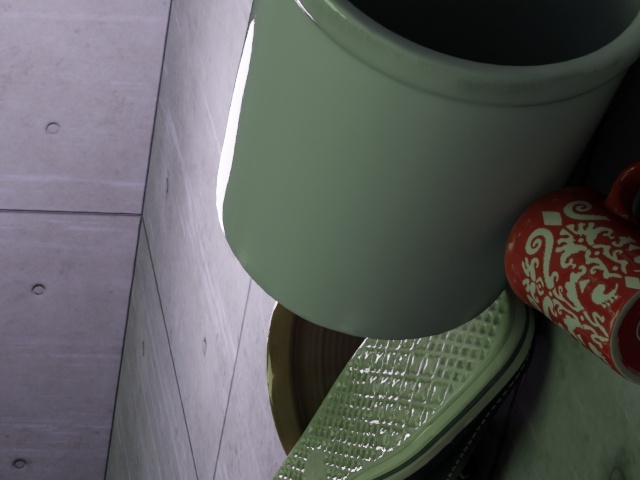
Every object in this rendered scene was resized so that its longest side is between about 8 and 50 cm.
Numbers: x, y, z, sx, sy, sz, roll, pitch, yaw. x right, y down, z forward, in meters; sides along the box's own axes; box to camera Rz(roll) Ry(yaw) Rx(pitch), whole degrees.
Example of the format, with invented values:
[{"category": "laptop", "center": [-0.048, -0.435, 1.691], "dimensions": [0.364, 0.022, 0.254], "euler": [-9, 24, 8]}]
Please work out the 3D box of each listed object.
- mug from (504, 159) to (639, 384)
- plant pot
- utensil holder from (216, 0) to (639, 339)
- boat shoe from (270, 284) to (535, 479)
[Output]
[{"category": "mug", "center": [0.231, 0.021, 1.294], "dimensions": [0.169, 0.113, 0.150], "euler": [-128, 40, -62]}, {"category": "plant pot", "center": [0.035, 0.156, 1.894], "dimensions": [0.237, 0.110, 0.237], "euler": [-6, -90, -67]}, {"category": "utensil holder", "center": [0.082, -0.139, 1.424], "dimensions": [0.385, 0.328, 0.327], "euler": [110, 156, -52]}, {"category": "boat shoe", "center": [0.091, 0.219, 1.711], "dimensions": [0.500, 0.156, 0.186], "euler": [-56, 27, 36]}]
